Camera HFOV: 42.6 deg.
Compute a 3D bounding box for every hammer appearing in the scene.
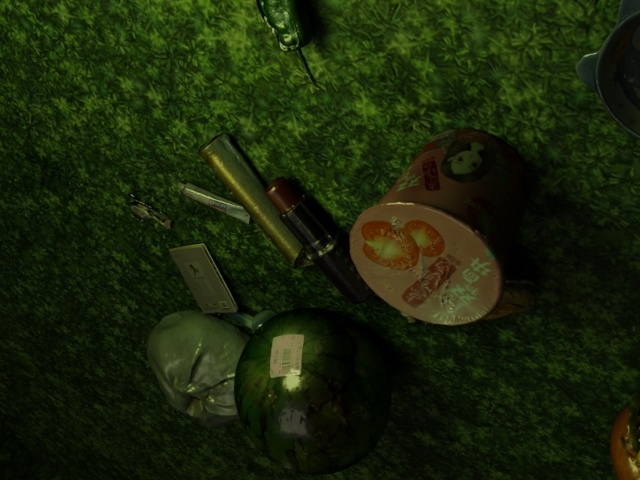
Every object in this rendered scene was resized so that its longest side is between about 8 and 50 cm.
[{"bbox_3d":[-0.172,0.190,1.920,0.194,0.069,0.116,25,142,26],"label":"hammer"}]

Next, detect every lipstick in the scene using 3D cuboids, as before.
[{"bbox_3d":[0.000,0.000,1.568,0.081,0.081,0.299,-20,119,47],"label":"lipstick"}]

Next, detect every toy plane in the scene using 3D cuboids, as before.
[{"bbox_3d":[-0.385,-0.060,1.833,0.121,0.031,0.049,34,134,6],"label":"toy plane"}]

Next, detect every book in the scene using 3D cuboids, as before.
[{"bbox_3d":[-0.271,0.091,1.895,0.127,0.014,0.181,-7,116,43],"label":"book"}]

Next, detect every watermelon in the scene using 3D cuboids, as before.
[{"bbox_3d":[-0.015,0.313,1.710,0.363,0.363,0.363,20,140,18],"label":"watermelon"}]

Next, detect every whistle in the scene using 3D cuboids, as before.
[{"bbox_3d":[-0.117,-0.068,1.601,0.068,0.057,0.326,-14,121,45],"label":"whistle"}]

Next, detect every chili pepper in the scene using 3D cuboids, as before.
[{"bbox_3d":[-0.040,-0.369,1.217,0.122,0.065,0.278,23,137,21],"label":"chili pepper"}]

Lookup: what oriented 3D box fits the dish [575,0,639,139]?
[{"bbox_3d":[0.452,-0.224,0.989,0.236,0.086,0.228,28,141,9],"label":"dish"}]

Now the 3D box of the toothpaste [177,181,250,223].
[{"bbox_3d":[-0.219,-0.082,1.686,0.170,0.028,0.045,24,134,11],"label":"toothpaste"}]

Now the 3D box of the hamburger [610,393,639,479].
[{"bbox_3d":[0.635,0.337,1.310,0.291,0.291,0.225,34,140,1],"label":"hamburger"}]

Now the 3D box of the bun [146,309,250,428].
[{"bbox_3d":[-0.291,0.330,2.044,0.355,0.194,0.354,19,139,17],"label":"bun"}]

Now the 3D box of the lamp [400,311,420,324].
[{"bbox_3d":[0.145,0.049,1.497,0.101,0.101,0.250,5,129,33],"label":"lamp"}]

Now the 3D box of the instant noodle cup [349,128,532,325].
[{"bbox_3d":[0.199,-0.033,1.260,0.243,0.231,0.243,20,140,18],"label":"instant noodle cup"}]

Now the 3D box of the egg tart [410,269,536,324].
[{"bbox_3d":[0.253,0.088,1.419,0.234,0.094,0.234,-6,164,-2],"label":"egg tart"}]
